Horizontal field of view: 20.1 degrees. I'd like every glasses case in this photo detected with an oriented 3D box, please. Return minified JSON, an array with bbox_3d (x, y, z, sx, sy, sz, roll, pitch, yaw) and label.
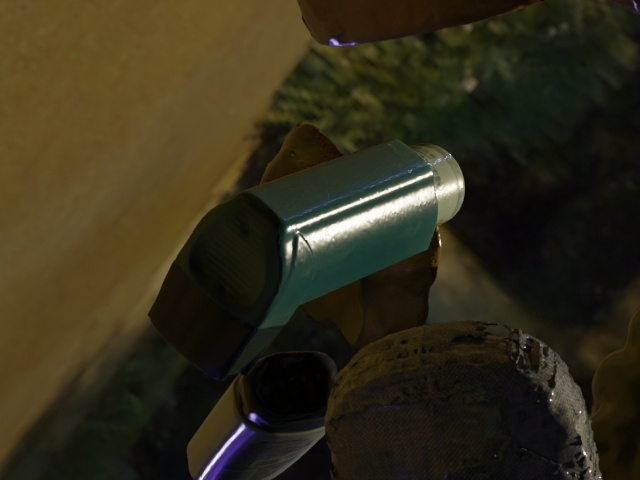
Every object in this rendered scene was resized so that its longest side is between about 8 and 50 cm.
[{"bbox_3d":[0.079,0.159,0.774,0.109,0.282,0.067,-9,-154,16],"label":"glasses case"}]

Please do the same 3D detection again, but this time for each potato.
[{"bbox_3d":[0.097,-0.322,1.891,0.189,0.211,0.264,-23,-161,-25],"label":"potato"}]

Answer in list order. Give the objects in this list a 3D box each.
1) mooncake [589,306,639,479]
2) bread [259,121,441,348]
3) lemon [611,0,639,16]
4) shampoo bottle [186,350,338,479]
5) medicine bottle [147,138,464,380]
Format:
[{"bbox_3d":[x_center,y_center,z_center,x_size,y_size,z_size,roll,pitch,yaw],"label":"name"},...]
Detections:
[{"bbox_3d":[0.376,0.184,1.564,0.356,0.194,0.356,-44,-153,30],"label":"mooncake"},{"bbox_3d":[0.015,0.004,1.645,0.088,0.233,0.161,-21,127,-35],"label":"bread"},{"bbox_3d":[0.256,-0.245,1.091,0.253,0.253,0.310,-51,-167,29],"label":"lemon"},{"bbox_3d":[-0.050,0.190,1.887,0.134,0.078,0.359,-4,163,-14],"label":"shampoo bottle"},{"bbox_3d":[0.000,0.000,1.242,0.258,0.079,0.124,-24,144,-48],"label":"medicine bottle"}]
